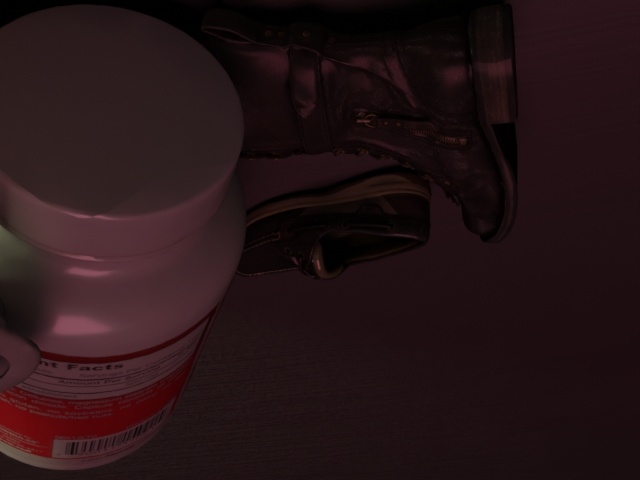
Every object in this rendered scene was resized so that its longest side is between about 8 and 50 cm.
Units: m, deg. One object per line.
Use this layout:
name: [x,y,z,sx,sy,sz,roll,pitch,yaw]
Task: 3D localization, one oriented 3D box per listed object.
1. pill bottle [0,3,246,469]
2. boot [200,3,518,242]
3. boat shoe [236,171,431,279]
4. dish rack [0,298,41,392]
pill bottle: [-0.190,0.021,0.659,0.229,0.228,0.407,9,145,-15]
boot: [0.039,-0.088,0.642,0.229,0.091,0.263,-2,143,13]
boat shoe: [0.001,0.000,0.769,0.224,0.073,0.080,-18,143,24]
dish rack: [-0.339,0.039,0.393,0.286,0.072,0.333,-20,154,7]
